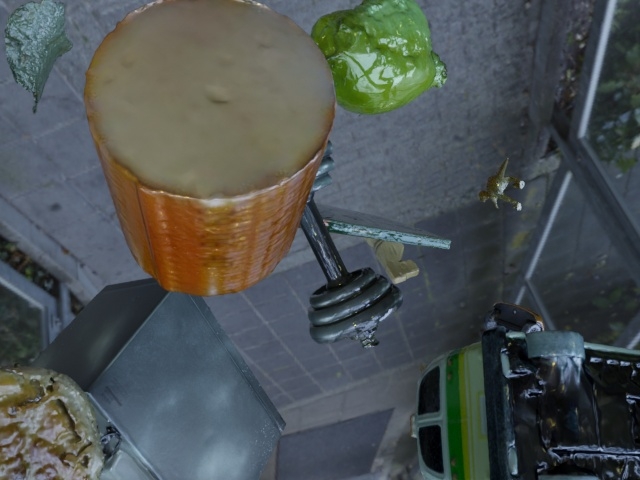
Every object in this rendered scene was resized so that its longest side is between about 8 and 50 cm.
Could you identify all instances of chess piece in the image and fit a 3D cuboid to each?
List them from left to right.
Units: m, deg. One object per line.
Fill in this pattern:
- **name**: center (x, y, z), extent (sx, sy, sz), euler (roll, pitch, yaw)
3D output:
- **chess piece**: center (0.193, 0.034, 1.827), extent (0.090, 0.200, 0.090), euler (-17, 141, -14)

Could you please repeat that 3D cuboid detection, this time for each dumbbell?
- **dumbbell**: center (0.000, 0.000, 1.118), extent (0.179, 0.406, 0.179), euler (-26, -176, 2)

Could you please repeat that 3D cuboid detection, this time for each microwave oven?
- **microwave oven**: center (-0.312, 0.337, 1.267), extent (0.236, 0.374, 0.432), euler (-11, 120, 32)

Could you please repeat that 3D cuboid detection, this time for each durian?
- **durian**: center (0.105, -0.376, 1.357), extent (0.340, 0.204, 0.255), euler (-36, 128, -30)

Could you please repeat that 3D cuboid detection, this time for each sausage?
- **sausage**: center (-0.117, -0.086, 0.711), extent (0.233, 0.233, 0.287), euler (-9, 162, -13)

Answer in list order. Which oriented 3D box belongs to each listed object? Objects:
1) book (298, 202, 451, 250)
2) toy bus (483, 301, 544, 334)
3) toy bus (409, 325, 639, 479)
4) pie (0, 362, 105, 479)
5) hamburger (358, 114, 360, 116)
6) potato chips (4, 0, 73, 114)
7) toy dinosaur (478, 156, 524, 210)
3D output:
- **book**: center (0.045, -0.041, 1.351), extent (0.371, 0.260, 0.043), euler (8, 97, -25)
- **toy bus**: center (0.284, 0.192, 0.977), extent (0.088, 0.083, 0.194), euler (8, 97, -36)
- **toy bus**: center (0.225, 0.162, 0.574), extent (0.276, 0.133, 0.165), euler (11, 158, -23)
- **pie**: center (-0.359, 0.274, 0.748), extent (0.055, 0.274, 0.274), euler (-4, 163, 40)
- **hamburger**: center (0.137, -0.413, 1.727), extent (0.189, 0.093, 0.164), euler (-58, 172, 32)
- **potato chips**: center (-0.570, -0.367, 1.343), extent (0.059, 0.167, 0.228), euler (23, 145, 11)
- **toy dinosaur**: center (0.368, -0.126, 1.394), extent (0.039, 0.126, 0.162), euler (-44, 127, -18)
